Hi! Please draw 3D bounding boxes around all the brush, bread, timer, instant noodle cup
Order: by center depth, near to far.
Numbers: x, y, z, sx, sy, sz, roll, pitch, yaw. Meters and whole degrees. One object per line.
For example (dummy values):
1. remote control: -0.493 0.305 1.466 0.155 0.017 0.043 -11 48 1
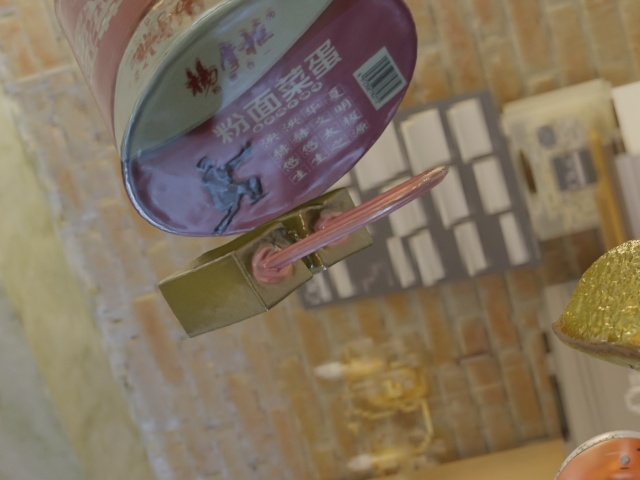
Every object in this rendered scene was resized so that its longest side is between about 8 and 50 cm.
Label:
1. bread: 0.199 0.040 0.635 0.188 0.149 0.065 -175 100 -76
2. brush: 0.000 0.000 0.833 0.103 0.233 0.047 -31 -85 -35
3. instant noodle cup: -0.075 -0.143 0.984 0.178 0.235 0.235 52 178 32
4. timer: 0.267 0.245 1.272 0.136 0.099 0.136 -60 -1 -3
